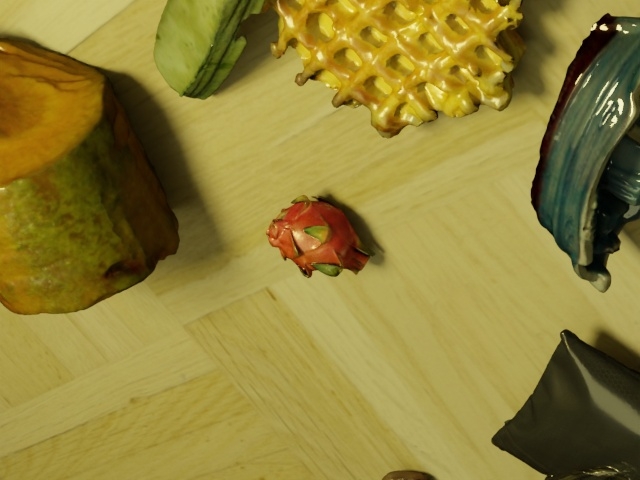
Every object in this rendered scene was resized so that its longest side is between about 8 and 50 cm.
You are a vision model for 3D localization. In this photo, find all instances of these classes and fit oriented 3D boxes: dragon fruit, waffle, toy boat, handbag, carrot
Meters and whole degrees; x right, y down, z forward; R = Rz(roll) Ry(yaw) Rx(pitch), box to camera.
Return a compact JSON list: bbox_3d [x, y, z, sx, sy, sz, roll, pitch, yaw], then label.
[{"bbox_3d":[0.001,0.001,1.629,0.116,0.086,0.081,30,101,0],"label":"dragon fruit"},{"bbox_3d":[0.054,-0.241,1.376,0.329,0.062,0.329,23,137,23],"label":"waffle"},{"bbox_3d":[0.272,-0.068,1.318,0.142,0.129,0.309,36,141,25],"label":"toy boat"},{"bbox_3d":[-0.114,-0.209,1.485,0.093,0.055,0.293,53,153,8],"label":"toy boat"},{"bbox_3d":[0.322,0.219,1.583,0.254,0.088,0.211,30,137,5],"label":"handbag"},{"bbox_3d":[-0.314,-0.073,1.677,0.241,0.241,0.340,-1,130,37],"label":"carrot"}]

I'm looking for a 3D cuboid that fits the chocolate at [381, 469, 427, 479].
[{"bbox_3d":[0.112,0.321,1.876,0.064,0.031,0.100,-4,130,18],"label":"chocolate"}]
